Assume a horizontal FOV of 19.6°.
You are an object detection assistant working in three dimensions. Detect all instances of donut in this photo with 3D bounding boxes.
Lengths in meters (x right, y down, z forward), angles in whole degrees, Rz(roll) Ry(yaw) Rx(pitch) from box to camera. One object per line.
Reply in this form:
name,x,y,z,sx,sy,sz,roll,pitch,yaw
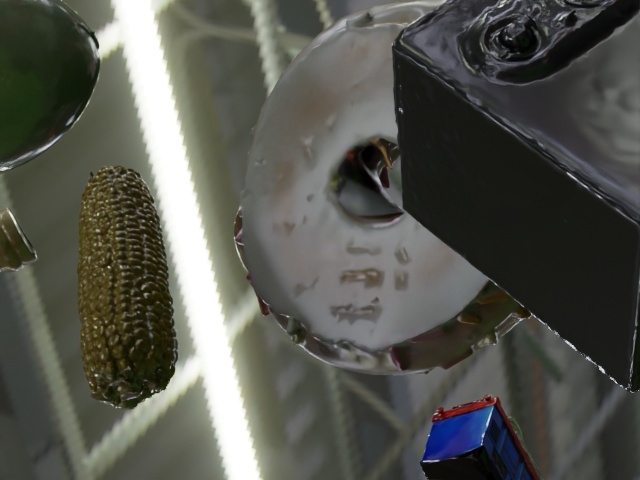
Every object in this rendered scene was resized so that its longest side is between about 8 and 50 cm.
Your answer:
donut,0.089,-0.047,1.788,0.142,0.382,0.382,17,-91,-51

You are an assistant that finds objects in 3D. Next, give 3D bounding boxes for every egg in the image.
egg,-0.193,-0.090,1.013,0.152,0.114,0.114,-15,-60,-24

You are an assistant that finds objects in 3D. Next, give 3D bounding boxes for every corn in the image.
corn,-0.188,0.041,1.757,0.091,0.091,0.260,77,-178,-53

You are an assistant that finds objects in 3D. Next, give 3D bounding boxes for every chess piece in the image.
chess piece,-0.368,0.023,1.966,0.122,0.066,0.066,-31,-42,-5

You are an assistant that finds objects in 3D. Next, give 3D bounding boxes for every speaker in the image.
speaker,0.215,-0.079,1.215,0.254,0.232,0.184,-34,-35,-23

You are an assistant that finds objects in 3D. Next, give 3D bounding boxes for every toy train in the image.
toy train,0.190,0.270,1.987,0.204,0.083,0.131,61,-153,-21

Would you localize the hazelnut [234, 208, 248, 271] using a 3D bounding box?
hazelnut,0.000,0.000,2.266,0.214,0.214,0.176,-38,-19,-44
